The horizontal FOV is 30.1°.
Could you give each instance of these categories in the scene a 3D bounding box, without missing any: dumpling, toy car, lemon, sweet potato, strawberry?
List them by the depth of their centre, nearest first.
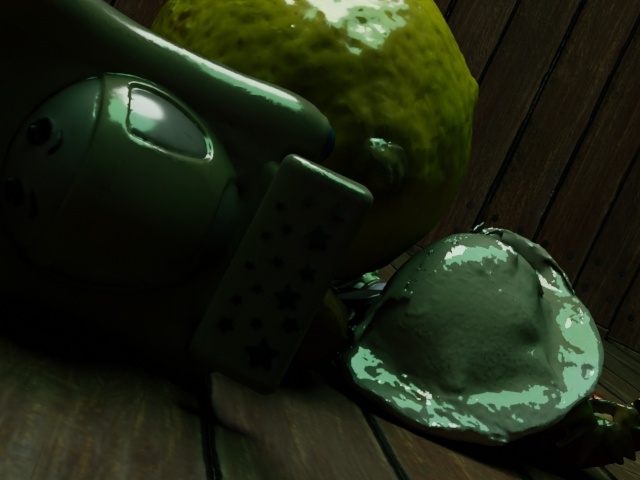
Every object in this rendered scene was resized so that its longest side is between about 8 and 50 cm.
[{"bbox_3d":[-0.164,-0.046,0.828,0.336,0.242,0.226,24,7,-27],"label":"toy car"},{"bbox_3d":[-0.028,0.060,1.068,0.124,0.098,0.310,52,-16,2],"label":"sweet potato"},{"bbox_3d":[0.144,0.102,1.176,0.204,0.293,0.163,55,-38,1],"label":"dumpling"},{"bbox_3d":[-0.013,-0.129,1.193,0.350,0.349,0.387,23,11,-22],"label":"lemon"},{"bbox_3d":[0.261,0.190,1.257,0.167,0.087,0.208,9,0,-9],"label":"strawberry"}]

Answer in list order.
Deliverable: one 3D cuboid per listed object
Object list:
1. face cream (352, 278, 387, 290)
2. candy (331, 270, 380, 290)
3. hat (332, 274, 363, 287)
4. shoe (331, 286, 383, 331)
[{"bbox_3d":[0.116,0.109,1.459,0.075,0.075,0.229,20,8,-45],"label":"face cream"},{"bbox_3d":[0.117,0.096,1.573,0.440,0.119,0.119,38,12,39],"label":"candy"},{"bbox_3d":[0.000,0.000,1.485,0.128,0.265,0.265,61,15,13],"label":"hat"},{"bbox_3d":[0.035,0.086,1.437,0.062,0.053,0.159,-18,4,-24],"label":"shoe"}]
